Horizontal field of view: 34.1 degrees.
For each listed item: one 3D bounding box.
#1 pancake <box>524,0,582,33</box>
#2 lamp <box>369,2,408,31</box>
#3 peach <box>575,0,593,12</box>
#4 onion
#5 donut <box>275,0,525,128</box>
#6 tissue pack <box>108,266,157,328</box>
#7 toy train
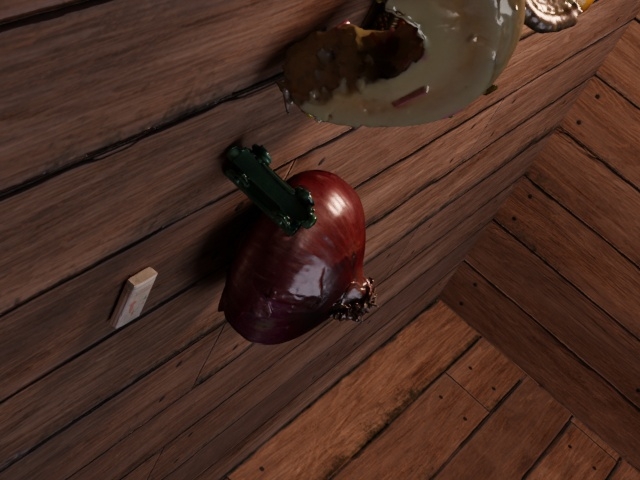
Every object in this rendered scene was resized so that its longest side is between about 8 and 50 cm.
[{"bbox_3d":[0.364,-0.482,1.701,0.288,0.286,0.033,-39,-162,-34],"label":"pancake"},{"bbox_3d":[0.165,-0.320,1.685,0.177,0.177,0.274,-36,161,-40],"label":"lamp"},{"bbox_3d":[0.532,-0.540,2.290,0.151,0.151,0.118,-35,148,-43],"label":"peach"},{"bbox_3d":[-0.019,0.051,1.877,0.348,0.285,0.347,-56,173,-11],"label":"onion"},{"bbox_3d":[0.115,-0.302,1.402,0.371,0.307,0.150,110,-15,-52],"label":"donut"},{"bbox_3d":[-0.298,0.091,1.662,0.056,0.023,0.108,-32,158,-50],"label":"tissue pack"},{"bbox_3d":[-0.076,-0.077,1.599,0.070,0.172,0.099,-45,177,-13],"label":"toy train"}]
